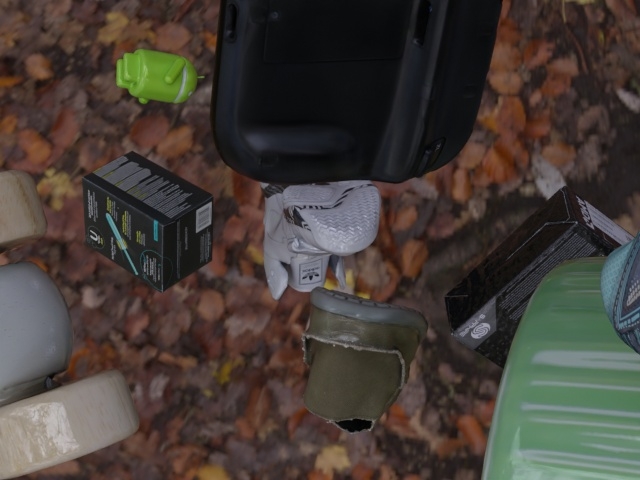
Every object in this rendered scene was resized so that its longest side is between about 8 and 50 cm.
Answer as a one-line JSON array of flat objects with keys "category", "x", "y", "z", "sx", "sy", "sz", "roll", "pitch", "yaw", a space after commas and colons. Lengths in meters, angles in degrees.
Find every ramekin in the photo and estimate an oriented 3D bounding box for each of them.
[{"category": "ramekin", "x": 0.179, "y": 0.147, "z": 0.657, "sx": 0.148, "sy": 0.303, "sz": 0.303, "roll": 5, "pitch": 117, "yaw": 22}]

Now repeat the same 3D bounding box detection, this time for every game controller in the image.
[{"category": "game controller", "x": 0.030, "y": -0.168, "z": 0.718, "sx": 0.166, "sy": 0.067, "sz": 0.319, "roll": 0, "pitch": 124, "yaw": -13}]

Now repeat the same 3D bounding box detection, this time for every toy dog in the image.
[{"category": "toy dog", "x": -0.267, "y": 0.076, "z": 0.687, "sx": 0.333, "sy": 0.161, "sz": 0.220, "roll": 2, "pitch": 79, "yaw": -14}]

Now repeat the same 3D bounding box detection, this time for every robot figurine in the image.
[{"category": "robot figurine", "x": -0.220, "y": -0.225, "z": 1.792, "sx": 0.115, "sy": 0.067, "sz": 0.101, "roll": 7, "pitch": 161, "yaw": -30}]

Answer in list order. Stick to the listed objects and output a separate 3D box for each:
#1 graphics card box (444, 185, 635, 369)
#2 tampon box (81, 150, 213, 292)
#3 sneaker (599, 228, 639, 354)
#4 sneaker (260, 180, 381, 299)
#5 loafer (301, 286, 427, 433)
[{"category": "graphics card box", "x": 0.373, "y": 0.117, "z": 1.712, "sx": 0.371, "sy": 0.094, "sz": 0.233, "roll": 32, "pitch": 119, "yaw": -24}, {"category": "tampon box", "x": -0.242, "y": -0.029, "z": 1.830, "sx": 0.161, "sy": 0.101, "sz": 0.120, "roll": 30, "pitch": 133, "yaw": 29}, {"category": "sneaker", "x": 0.178, "y": -0.075, "z": 0.437, "sx": 0.110, "sy": 0.122, "sz": 0.283, "roll": 36, "pitch": 80, "yaw": -24}, {"category": "sneaker", "x": 0.000, "y": 0.000, "z": 1.926, "sx": 0.137, "sy": 0.366, "sz": 0.210, "roll": -9, "pitch": 112, "yaw": -14}, {"category": "loafer", "x": 0.033, "y": 0.105, "z": 1.050, "sx": 0.094, "sy": 0.251, "sz": 0.087, "roll": 12, "pitch": 73, "yaw": 12}]
